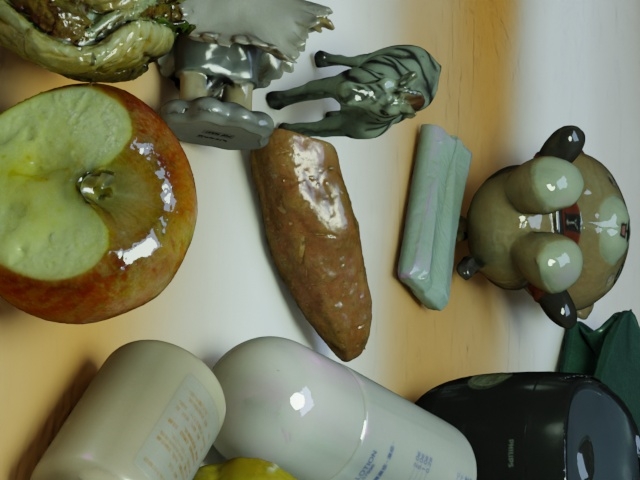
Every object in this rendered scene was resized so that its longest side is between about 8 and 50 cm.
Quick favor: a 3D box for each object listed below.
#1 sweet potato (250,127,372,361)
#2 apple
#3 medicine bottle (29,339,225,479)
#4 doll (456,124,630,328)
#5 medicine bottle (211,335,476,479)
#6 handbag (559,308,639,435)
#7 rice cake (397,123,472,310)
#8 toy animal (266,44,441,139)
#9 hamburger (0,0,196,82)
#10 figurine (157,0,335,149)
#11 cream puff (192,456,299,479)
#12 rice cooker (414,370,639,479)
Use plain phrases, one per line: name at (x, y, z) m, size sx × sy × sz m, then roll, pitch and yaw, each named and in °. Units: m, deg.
sweet potato at (0.000, 0.000, 1.869) m, size 0.097 × 0.097 × 0.251 m, roll -37°, pitch 111°, yaw -57°
apple at (-0.183, -0.026, 1.493) m, size 0.160 × 0.173 × 0.195 m, roll 28°, pitch 61°, yaw -51°
medicine bottle at (-0.168, 0.193, 1.503) m, size 0.114 × 0.114 × 0.252 m, roll 63°, pitch 33°, yaw -26°
doll at (0.268, -0.010, 2.260) m, size 0.330 × 0.174 × 0.235 m, roll 2°, pitch 82°, yaw -64°
medicine bottle at (0.015, 0.187, 1.798) m, size 0.341 × 0.130 × 0.130 m, roll 31°, pitch 54°, yaw -51°
handbag at (0.394, 0.272, 2.455) m, size 0.326 × 0.089 × 0.238 m, roll 60°, pitch 35°, yaw -31°
rice cake at (0.127, -0.032, 2.148) m, size 0.080 × 0.042 × 0.221 m, roll 43°, pitch 47°, yaw -39°
toy animal at (0.032, -0.140, 1.906) m, size 0.255 × 0.170 × 0.090 m, roll -65°, pitch 143°, yaw -70°
hamburger at (-0.208, -0.191, 1.528) m, size 0.206 × 0.183 × 0.130 m, roll -26°, pitch 145°, yaw -57°
figurine at (-0.084, -0.282, 1.776) m, size 0.207 × 0.166 × 0.387 m, roll 8°, pitch 77°, yaw -20°
cream puff at (-0.002, 0.334, 1.606) m, size 0.324 × 0.257 × 0.291 m, roll 68°, pitch 28°, yaw -18°
rice cooker at (0.211, 0.264, 2.012) m, size 0.267 × 0.224 × 0.267 m, roll 30°, pitch 54°, yaw -51°
